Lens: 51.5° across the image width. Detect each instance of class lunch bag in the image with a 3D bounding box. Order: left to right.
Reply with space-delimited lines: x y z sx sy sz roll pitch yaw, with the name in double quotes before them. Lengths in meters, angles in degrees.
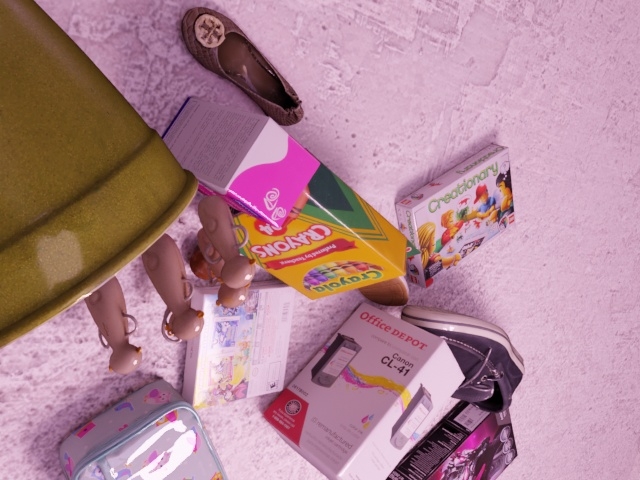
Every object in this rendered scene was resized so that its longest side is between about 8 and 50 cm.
"lunch bag" -0.274 0.385 1.051 0.224 0.108 0.279 -31 123 -28

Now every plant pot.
"plant pot" -0.371 -0.117 0.664 0.366 0.366 0.353 -39 115 -24

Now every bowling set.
"bowling set" -0.173 0.067 0.958 0.200 0.287 0.154 3 59 -63

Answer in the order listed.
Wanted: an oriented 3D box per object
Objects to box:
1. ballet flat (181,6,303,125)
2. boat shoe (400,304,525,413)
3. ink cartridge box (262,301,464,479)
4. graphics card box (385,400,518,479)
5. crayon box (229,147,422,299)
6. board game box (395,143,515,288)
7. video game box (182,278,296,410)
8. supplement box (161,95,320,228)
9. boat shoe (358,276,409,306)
"ballet flat" -0.106 -0.256 1.000 0.250 0.058 0.084 41 77 -41
"boat shoe" 0.315 0.264 1.436 0.500 0.187 0.156 40 66 -50
"ink cartridge box" 0.079 0.291 1.236 0.306 0.226 0.131 -48 131 -18
"graphics card box" 0.328 0.557 1.629 0.371 0.094 0.233 -36 125 -26
"crayon box" 0.000 0.000 1.070 0.318 0.202 0.081 36 47 -39
"board game box" 0.296 -0.056 1.411 0.305 0.053 0.193 -32 123 -28
"video game box" -0.138 0.174 1.132 0.187 0.048 0.205 -3 107 -42
"supplement box" -0.124 -0.114 0.925 0.111 0.220 0.114 38 80 -41
"boat shoe" 0.108 0.031 1.258 0.277 0.098 0.096 58 35 -49
